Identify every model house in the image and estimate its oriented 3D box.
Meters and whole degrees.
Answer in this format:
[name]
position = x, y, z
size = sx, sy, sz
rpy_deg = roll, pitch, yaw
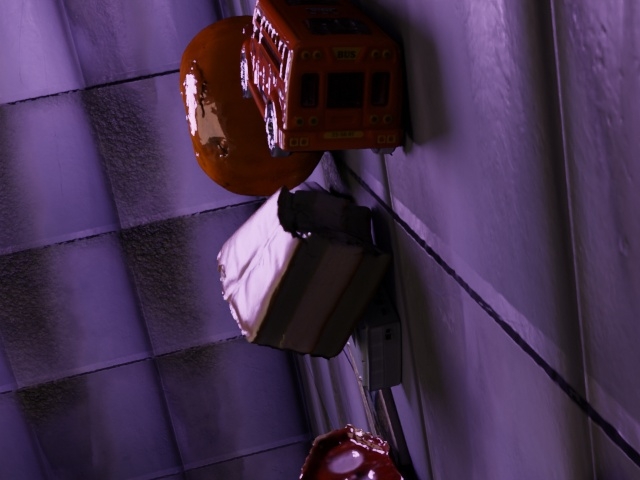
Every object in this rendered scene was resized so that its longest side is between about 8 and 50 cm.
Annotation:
[model house]
position = 0.064, 0.421, 1.361
size = 0.254, 0.160, 0.196
rpy_deg = -127, 17, -66

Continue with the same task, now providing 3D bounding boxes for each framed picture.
[framed picture]
position = 0.088, 0.243, 1.496
size = 0.240, 0.020, 0.324
rpy_deg = 100, 156, -70

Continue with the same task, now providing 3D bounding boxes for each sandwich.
[sandwich]
position = -0.029, 0.017, 1.207
size = 0.198, 0.155, 0.227
rpy_deg = -64, 31, 18

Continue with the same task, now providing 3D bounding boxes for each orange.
[orange]
position = -0.103, -0.210, 1.354
size = 0.284, 0.226, 0.284
rpy_deg = 165, 90, -78

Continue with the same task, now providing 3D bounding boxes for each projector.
[projector]
position = 0.073, 0.130, 1.255
size = 0.115, 0.061, 0.147
rpy_deg = -108, 9, -45

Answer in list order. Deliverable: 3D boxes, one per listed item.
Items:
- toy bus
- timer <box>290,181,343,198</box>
[toy bus]
position = -0.009, -0.206, 1.002
size = 0.329, 0.143, 0.153
rpy_deg = -114, 23, -62
[timer]
position = 0.000, 0.000, 1.446
size = 0.253, 0.078, 0.178
rpy_deg = -130, 34, -75
